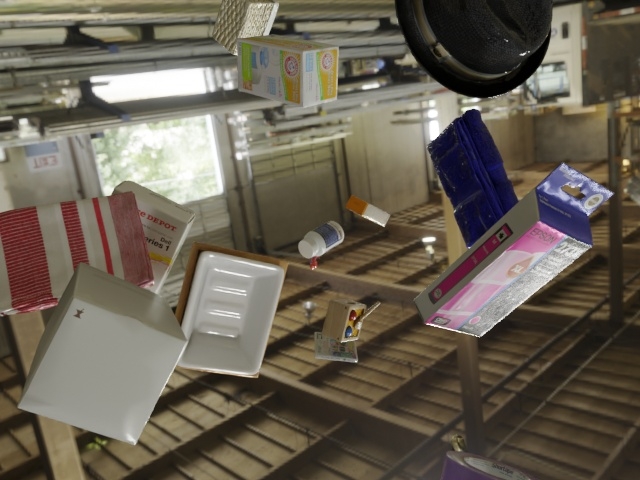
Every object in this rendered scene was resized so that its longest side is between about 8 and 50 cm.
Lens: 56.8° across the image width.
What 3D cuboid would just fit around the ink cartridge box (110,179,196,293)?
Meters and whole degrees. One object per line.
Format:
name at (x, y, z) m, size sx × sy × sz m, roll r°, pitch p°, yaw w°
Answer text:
ink cartridge box at (-0.469, 0.017, 1.498) m, size 0.201 × 0.278 × 0.117 m, roll 26°, pitch -168°, yaw -9°

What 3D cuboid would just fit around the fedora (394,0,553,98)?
fedora at (0.301, -0.427, 1.050) m, size 0.334 × 0.334 × 0.152 m, roll -11°, pitch -172°, yaw -12°

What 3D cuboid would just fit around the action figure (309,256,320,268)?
action figure at (-0.019, 0.065, 1.811) m, size 0.030 × 0.038 × 0.115 m, roll 14°, pitch -170°, yaw -4°

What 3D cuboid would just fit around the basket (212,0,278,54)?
basket at (-0.205, -0.589, 1.584) m, size 0.113 × 0.167 × 0.103 m, roll 44°, pitch -140°, yaw 20°

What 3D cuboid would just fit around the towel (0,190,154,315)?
towel at (-0.555, 0.021, 1.307) m, size 0.329 × 0.237 × 0.037 m, roll -12°, pitch 163°, yaw -22°

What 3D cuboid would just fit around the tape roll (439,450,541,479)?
tape roll at (0.312, 0.456, 1.077) m, size 0.189 × 0.080 × 0.189 m, roll 16°, pitch 175°, yaw 1°

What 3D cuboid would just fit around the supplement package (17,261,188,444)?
supplement package at (-0.350, 0.168, 0.957) m, size 0.178 × 0.175 × 0.293 m, roll 27°, pitch 177°, yaw -21°

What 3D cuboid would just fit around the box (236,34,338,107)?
box at (-0.069, -0.354, 1.221) m, size 0.203 × 0.114 × 0.103 m, roll 25°, pitch -145°, yaw 37°

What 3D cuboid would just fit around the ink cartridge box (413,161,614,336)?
ink cartridge box at (0.352, 0.034, 1.066) m, size 0.176 × 0.371 × 0.069 m, roll 18°, pitch -146°, yaw -36°

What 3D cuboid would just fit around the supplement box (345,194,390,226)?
supplement box at (0.118, -0.073, 1.466) m, size 0.098 × 0.036 × 0.062 m, roll 22°, pitch -173°, yaw -45°

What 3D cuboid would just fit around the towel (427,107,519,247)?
towel at (0.366, -0.142, 1.454) m, size 0.076 × 0.308 × 0.227 m, roll -15°, pitch 169°, yaw -22°

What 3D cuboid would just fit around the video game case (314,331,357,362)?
video game case at (0.051, 0.364, 2.028) m, size 0.143 × 0.019 × 0.157 m, roll 7°, pitch -161°, yaw -4°

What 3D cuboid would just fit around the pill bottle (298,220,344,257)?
pill bottle at (0.000, 0.000, 1.515) m, size 0.067 × 0.067 × 0.120 m, roll 4°, pitch -155°, yaw 41°

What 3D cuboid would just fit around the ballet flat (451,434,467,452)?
ballet flat at (0.363, 0.560, 1.574) m, size 0.049 × 0.173 × 0.057 m, roll -7°, pitch -125°, yaw 14°

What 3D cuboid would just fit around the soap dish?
soap dish at (-0.223, 0.160, 1.375) m, size 0.229 × 0.290 × 0.118 m, roll 13°, pitch -175°, yaw -24°

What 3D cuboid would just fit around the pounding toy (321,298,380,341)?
pounding toy at (0.094, 0.234, 1.785) m, size 0.100 × 0.130 × 0.141 m, roll 16°, pitch -175°, yaw 31°
